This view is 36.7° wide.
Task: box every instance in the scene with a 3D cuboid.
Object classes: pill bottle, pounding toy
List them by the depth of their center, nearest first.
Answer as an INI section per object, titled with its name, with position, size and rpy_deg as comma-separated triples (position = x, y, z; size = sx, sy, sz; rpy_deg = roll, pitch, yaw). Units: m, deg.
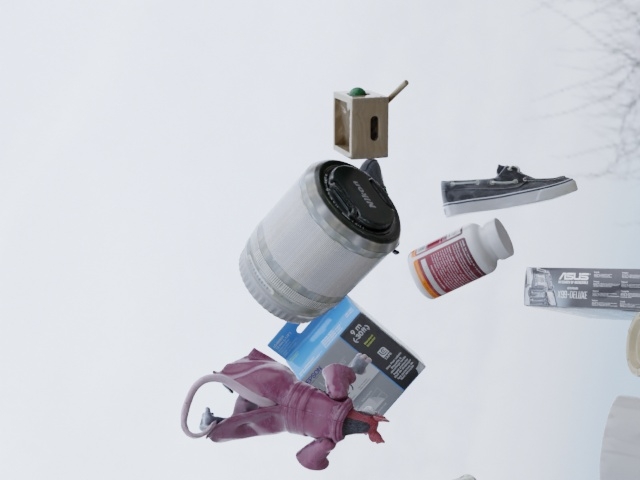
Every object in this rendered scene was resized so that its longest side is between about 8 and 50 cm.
[pill bottle]
position = 0.220, 0.026, 1.503
size = 0.086, 0.152, 0.086
rpy_deg = 46, -152, -34
[pounding toy]
position = 0.089, -0.226, 1.751
size = 0.100, 0.130, 0.141
rpy_deg = -5, -73, -17

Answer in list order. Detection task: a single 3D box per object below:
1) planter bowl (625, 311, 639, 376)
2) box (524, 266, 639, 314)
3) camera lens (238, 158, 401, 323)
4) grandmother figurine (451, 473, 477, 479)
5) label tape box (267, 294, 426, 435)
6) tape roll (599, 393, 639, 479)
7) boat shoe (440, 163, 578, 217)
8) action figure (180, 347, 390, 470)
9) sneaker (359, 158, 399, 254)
[planter bowl]
position = 0.517, 0.156, 1.413
size = 0.162, 0.109, 0.162
rpy_deg = -172, 90, -86
[box]
position = 0.559, 0.100, 1.727
size = 0.242, 0.307, 0.077
rpy_deg = 13, -99, -44
[camera lens]
position = 0.000, 0.000, 1.820
size = 0.274, 0.219, 0.219
rpy_deg = -46, -11, 32
[grandmother figurine]
position = 0.382, 0.478, 1.724
size = 0.208, 0.342, 0.104
rpy_deg = 113, 161, -77
[label tape box]
position = 0.067, 0.308, 2.558
size = 0.249, 0.347, 0.115
rpy_deg = -49, 9, 5
[tape roll]
position = 0.753, 0.486, 2.207
size = 0.246, 0.169, 0.246
rpy_deg = -18, -69, -56
[boat shoe]
position = 0.420, -0.124, 2.165
size = 0.108, 0.301, 0.102
rpy_deg = -1, -98, -78
[action figure]
position = -0.042, 0.314, 1.886
size = 0.275, 0.370, 0.248
rpy_deg = 35, -115, -63
[sneaker]
position = 0.137, -0.074, 2.081
size = 0.083, 0.098, 0.224
rpy_deg = -40, -42, -35
